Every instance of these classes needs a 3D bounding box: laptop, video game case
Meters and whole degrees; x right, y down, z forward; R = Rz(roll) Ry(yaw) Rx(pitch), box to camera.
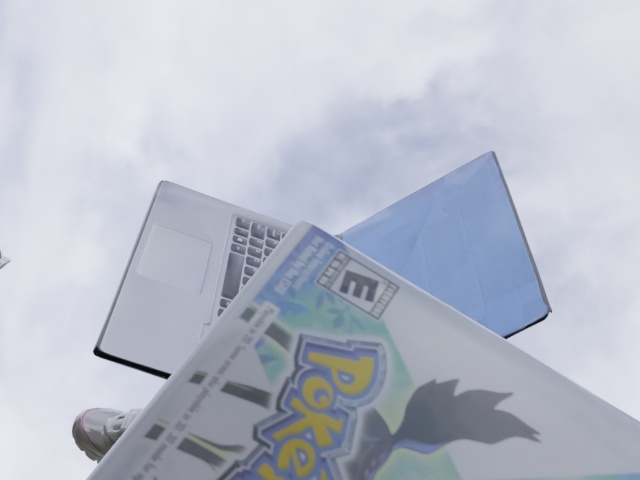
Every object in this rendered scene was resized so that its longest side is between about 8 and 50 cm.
[{"bbox_3d":[0.000,0.000,1.026,0.407,0.382,0.236,20,-61,-10],"label":"laptop"},{"bbox_3d":[0.032,0.171,0.399,0.300,0.329,0.036,31,-39,8],"label":"video game case"}]

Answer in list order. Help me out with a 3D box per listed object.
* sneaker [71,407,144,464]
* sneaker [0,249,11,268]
[{"bbox_3d":[-0.275,0.311,1.413,0.252,0.103,0.111,13,-53,-11],"label":"sneaker"},{"bbox_3d":[-0.545,0.039,1.388,0.040,0.109,0.044,-34,-84,20],"label":"sneaker"}]
